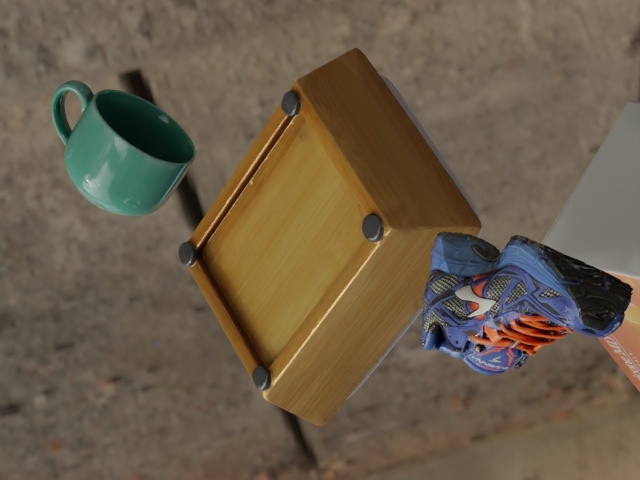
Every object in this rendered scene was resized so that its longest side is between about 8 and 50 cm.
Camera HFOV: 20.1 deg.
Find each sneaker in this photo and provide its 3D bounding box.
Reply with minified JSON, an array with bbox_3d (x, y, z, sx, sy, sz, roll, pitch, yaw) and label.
[{"bbox_3d":[0.129,0.048,1.172,0.083,0.087,0.221,20,175,-17],"label":"sneaker"}]

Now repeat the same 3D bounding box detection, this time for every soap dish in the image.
[{"bbox_3d":[0.000,0.000,1.689,0.118,0.229,0.291,-3,140,-42],"label":"soap dish"}]

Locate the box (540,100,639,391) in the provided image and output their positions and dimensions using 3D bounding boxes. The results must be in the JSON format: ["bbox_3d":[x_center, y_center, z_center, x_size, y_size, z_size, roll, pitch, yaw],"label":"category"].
[{"bbox_3d":[0.377,0.036,1.391,0.345,0.168,0.215,13,153,48],"label":"box"}]

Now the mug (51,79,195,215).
[{"bbox_3d":[-0.223,-0.097,1.994,0.129,0.158,0.097,9,124,-46],"label":"mug"}]
